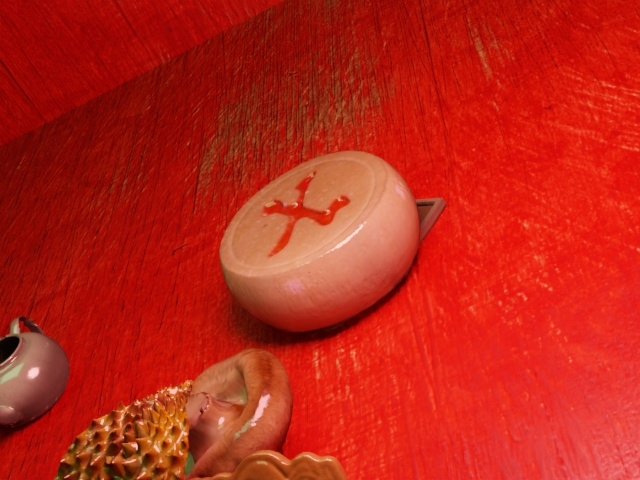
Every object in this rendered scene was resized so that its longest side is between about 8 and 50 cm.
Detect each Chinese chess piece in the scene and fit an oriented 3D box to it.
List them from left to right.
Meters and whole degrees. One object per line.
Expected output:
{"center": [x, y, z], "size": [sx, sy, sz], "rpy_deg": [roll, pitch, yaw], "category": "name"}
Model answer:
{"center": [0.000, 0.000, 1.959], "size": [0.338, 0.140, 0.338], "rpy_deg": [-25, 30, 16], "category": "Chinese chess piece"}

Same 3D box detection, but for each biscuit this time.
{"center": [-0.072, 0.345, 1.540], "size": [0.236, 0.144, 0.040], "rpy_deg": [-25, 3, 18], "category": "biscuit"}

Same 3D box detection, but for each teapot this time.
{"center": [-0.551, 0.244, 2.168], "size": [0.193, 0.129, 0.294], "rpy_deg": [-22, 30, 16], "category": "teapot"}

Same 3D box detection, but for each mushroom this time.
{"center": [-0.140, 0.273, 1.700], "size": [0.278, 0.146, 0.278], "rpy_deg": [-43, 25, 25], "category": "mushroom"}

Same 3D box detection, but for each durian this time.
{"center": [-0.266, 0.328, 1.575], "size": [0.186, 0.260, 0.154], "rpy_deg": [2, 12, -5], "category": "durian"}

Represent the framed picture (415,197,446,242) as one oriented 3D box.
{"center": [0.052, 0.006, 2.060], "size": [0.289, 0.020, 0.211], "rpy_deg": [-1, 41, 43], "category": "framed picture"}
